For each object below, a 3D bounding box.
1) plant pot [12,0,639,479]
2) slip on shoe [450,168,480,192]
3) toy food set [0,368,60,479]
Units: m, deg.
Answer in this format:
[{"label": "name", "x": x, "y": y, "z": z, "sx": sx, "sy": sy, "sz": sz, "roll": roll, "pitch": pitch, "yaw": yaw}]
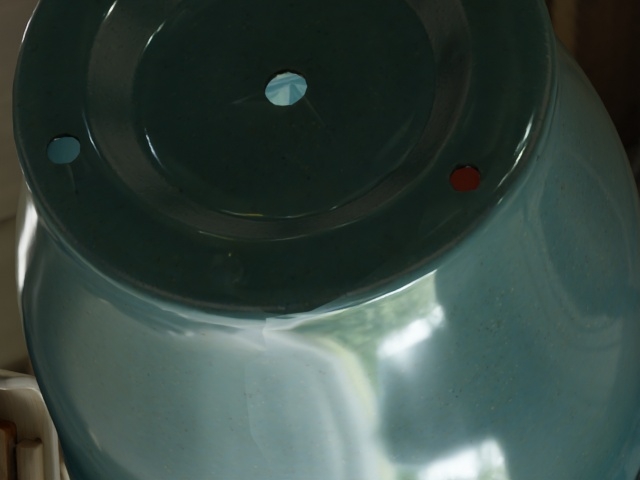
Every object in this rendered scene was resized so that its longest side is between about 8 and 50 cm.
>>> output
[{"label": "plant pot", "x": 0.000, "y": 0.000, "z": 0.722, "sx": 0.271, "sy": 0.272, "sz": 0.255, "roll": 56, "pitch": -8, "yaw": 26}, {"label": "slip on shoe", "x": 0.112, "y": -0.016, "z": 1.071, "sx": 0.123, "sy": 0.101, "sz": 0.331, "roll": 25, "pitch": 29, "yaw": -58}, {"label": "toy food set", "x": -0.281, "y": 0.207, "z": 1.206, "sx": 0.220, "sy": 0.092, "sz": 0.306, "roll": 8, "pitch": -71, "yaw": 23}]
